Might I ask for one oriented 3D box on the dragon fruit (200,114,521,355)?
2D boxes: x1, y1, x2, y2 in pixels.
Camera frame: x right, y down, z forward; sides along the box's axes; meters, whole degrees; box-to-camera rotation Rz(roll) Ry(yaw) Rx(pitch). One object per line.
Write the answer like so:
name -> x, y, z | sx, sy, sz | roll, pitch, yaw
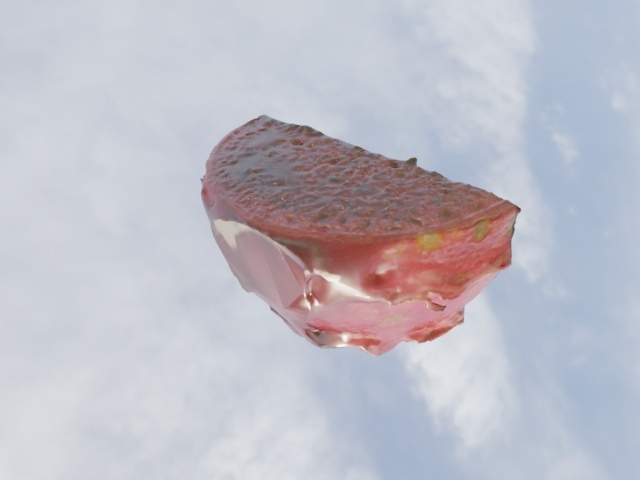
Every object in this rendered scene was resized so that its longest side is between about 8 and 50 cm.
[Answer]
dragon fruit -> 0.000, 0.000, 0.647 | 0.189, 0.262, 0.162 | 2, -70, -50
